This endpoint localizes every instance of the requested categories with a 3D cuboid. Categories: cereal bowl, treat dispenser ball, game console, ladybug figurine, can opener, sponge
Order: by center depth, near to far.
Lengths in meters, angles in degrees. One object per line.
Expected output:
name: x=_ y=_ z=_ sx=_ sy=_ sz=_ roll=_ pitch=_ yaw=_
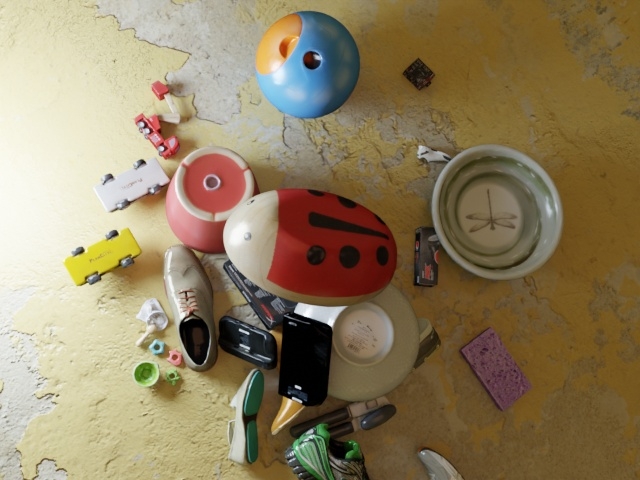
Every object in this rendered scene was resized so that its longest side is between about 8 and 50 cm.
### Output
ladybug figurine: x=0.000 y=0.000 z=1.603 sx=0.450 sy=0.162 sz=0.304 roll=9 pitch=56 yaw=-20
game console: x=-0.125 y=0.266 z=1.688 sx=0.044 sy=0.362 sz=0.213 roll=-12 pitch=112 yaw=-52
cereal bowl: x=0.096 y=0.238 z=1.696 sx=0.339 sy=0.141 sz=0.338 roll=2 pitch=79 yaw=-8
can opener: x=0.062 y=0.483 z=1.781 sx=0.284 sy=0.095 sz=0.075 roll=-17 pitch=82 yaw=-12
treat dispenser ball: x=-0.035 y=-0.480 z=1.843 sx=0.289 sy=0.288 sz=0.287 roll=2 pitch=79 yaw=-9
sponge: x=0.499 y=0.365 z=1.910 sx=0.117 sy=0.031 sz=0.210 roll=-33 pitch=86 yaw=-14

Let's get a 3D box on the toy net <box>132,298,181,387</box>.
toy net: x=-0.427 y=0.266 z=1.763 sx=0.122 sy=0.045 sz=0.232 roll=0 pitch=80 yaw=-9

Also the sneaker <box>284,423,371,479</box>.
sneaker: x=0.079 y=0.606 z=1.708 sx=0.344 sy=0.134 sz=0.146 roll=41 pitch=98 yaw=-12

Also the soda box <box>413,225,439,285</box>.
soda box: x=0.304 y=0.047 z=1.925 sx=0.060 sy=0.053 sz=0.168 roll=5 pitch=79 yaw=-9

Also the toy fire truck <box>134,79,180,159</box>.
toy fire truck: x=-0.440 y=-0.334 z=1.871 sx=0.135 sy=0.047 sz=0.192 roll=-40 pitch=89 yaw=-15

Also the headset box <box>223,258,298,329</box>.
headset box: x=-0.083 y=0.071 z=1.824 sx=0.293 sy=0.110 sz=0.218 roll=-36 pitch=88 yaw=-14

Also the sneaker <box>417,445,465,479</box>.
sneaker: x=0.335 y=0.674 z=1.795 sx=0.121 sy=0.099 sz=0.262 roll=-40 pitch=87 yaw=-10

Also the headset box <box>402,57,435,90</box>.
headset box: x=0.302 y=-0.501 z=2.036 sx=0.083 sy=0.032 sz=0.062 roll=44 pitch=76 yaw=0

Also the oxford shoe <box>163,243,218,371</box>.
oxford shoe: x=-0.333 y=0.169 z=1.753 sx=0.123 sy=0.130 sz=0.347 roll=-16 pitch=82 yaw=-12

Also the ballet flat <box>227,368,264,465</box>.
ballet flat: x=-0.202 y=0.458 z=1.753 sx=0.086 sy=0.086 sz=0.248 roll=6 pitch=80 yaw=-9

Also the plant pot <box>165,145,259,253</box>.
plant pot: x=-0.279 y=-0.119 z=1.759 sx=0.275 sy=0.243 sz=0.274 roll=2 pitch=79 yaw=-9

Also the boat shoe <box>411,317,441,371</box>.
boat shoe: x=0.199 y=0.341 z=1.825 sx=0.305 sy=0.109 sz=0.091 roll=-40 pitch=113 yaw=-7

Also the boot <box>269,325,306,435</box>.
boot: x=-0.089 y=0.345 z=1.788 sx=0.211 sy=0.104 sz=0.295 roll=42 pitch=72 yaw=6

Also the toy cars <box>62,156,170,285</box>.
toy cars: x=-0.539 y=-0.048 z=1.786 sx=0.177 sy=0.087 sz=0.393 roll=21 pitch=74 yaw=-10

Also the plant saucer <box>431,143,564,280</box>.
plant saucer: x=0.502 y=-0.077 z=1.957 sx=0.401 sy=0.100 sz=0.400 roll=2 pitch=80 yaw=-10

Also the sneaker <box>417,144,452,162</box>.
sneaker: x=0.338 y=-0.248 z=1.998 sx=0.109 sy=0.040 sz=0.043 roll=17 pitch=94 yaw=-3
